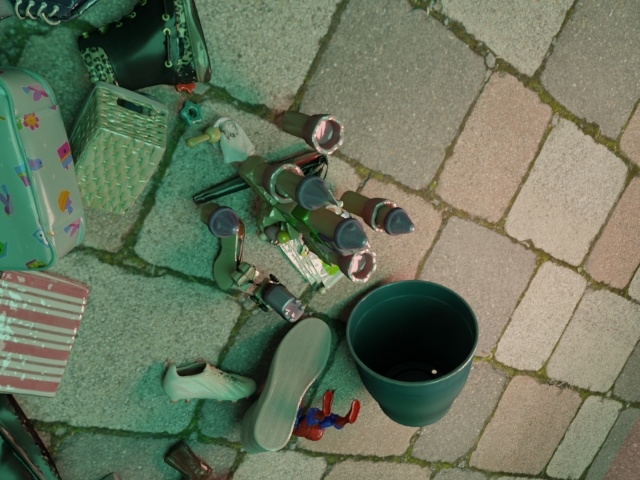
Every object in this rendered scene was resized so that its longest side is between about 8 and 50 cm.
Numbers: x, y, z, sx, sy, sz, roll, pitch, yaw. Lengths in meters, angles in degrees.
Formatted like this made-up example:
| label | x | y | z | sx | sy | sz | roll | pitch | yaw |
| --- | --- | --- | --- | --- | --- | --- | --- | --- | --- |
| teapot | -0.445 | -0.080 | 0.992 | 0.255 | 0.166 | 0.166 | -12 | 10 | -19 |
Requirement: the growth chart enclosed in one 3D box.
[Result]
| label | x | y | z | sx | sy | sz | roll | pitch | yaw |
| --- | --- | --- | --- | --- | --- | --- | --- | --- | --- |
| growth chart | 0.000 | 0.000 | 1.236 | 0.172 | 0.021 | 0.237 | -47 | 127 | -7 |

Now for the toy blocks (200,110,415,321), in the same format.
| label | x | y | z | sx | sy | sz | roll | pitch | yaw |
| --- | --- | --- | --- | --- | --- | --- | --- | --- | --- |
| toy blocks | -0.003 | -0.012 | 1.026 | 0.309 | 0.260 | 0.288 | -49 | 130 | -10 |

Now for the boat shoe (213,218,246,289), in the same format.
| label | x | y | z | sx | sy | sz | roll | pitch | yaw |
| --- | --- | --- | --- | --- | --- | --- | --- | --- | --- |
| boat shoe | -0.166 | 0.026 | 1.132 | 0.043 | 0.049 | 0.136 | -34 | 138 | -63 |

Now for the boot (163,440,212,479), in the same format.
| label | x | y | z | sx | sy | sz | roll | pitch | yaw |
| --- | --- | --- | --- | --- | --- | --- | --- | --- | --- |
| boot | -0.293 | 0.477 | 1.248 | 0.106 | 0.037 | 0.114 | -43 | 125 | -14 |

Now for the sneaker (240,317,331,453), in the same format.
| label | x | y | z | sx | sy | sz | roll | pitch | yaw |
| --- | --- | --- | --- | --- | --- | --- | --- | --- | --- |
| sneaker | -0.084 | 0.304 | 1.270 | 0.108 | 0.169 | 0.292 | 32 | 58 | -6 |

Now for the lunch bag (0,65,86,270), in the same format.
| label | x | y | z | sx | sy | sz | roll | pitch | yaw |
| --- | --- | --- | --- | --- | --- | --- | --- | --- | --- |
| lunch bag | -0.453 | -0.099 | 0.815 | 0.224 | 0.108 | 0.278 | 0 | 113 | 13 |

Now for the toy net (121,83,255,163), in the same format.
| label | x | y | z | sx | sy | sz | roll | pitch | yaw |
| --- | --- | --- | --- | --- | --- | --- | --- | --- | --- |
| toy net | -0.210 | -0.203 | 1.013 | 0.232 | 0.045 | 0.122 | 22 | 68 | -39 |

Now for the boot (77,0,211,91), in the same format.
| label | x | y | z | sx | sy | sz | roll | pitch | yaw |
| --- | --- | --- | --- | --- | --- | --- | --- | --- | --- |
| boot | -0.273 | -0.330 | 0.888 | 0.179 | 0.085 | 0.236 | -18 | 102 | -8 |

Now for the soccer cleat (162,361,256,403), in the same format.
| label | x | y | z | sx | sy | sz | roll | pitch | yaw |
| --- | --- | --- | --- | --- | --- | --- | --- | --- | --- |
| soccer cleat | -0.211 | 0.277 | 1.197 | 0.196 | 0.068 | 0.076 | 7 | 99 | -32 |

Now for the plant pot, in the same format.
| label | x | y | z | sx | sy | sz | roll | pitch | yaw |
| --- | --- | --- | --- | --- | --- | --- | --- | --- | --- |
| plant pot | 0.204 | 0.272 | 1.338 | 0.272 | 0.272 | 0.255 | -28 | 136 | -19 |

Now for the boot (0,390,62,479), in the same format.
| label | x | y | z | sx | sy | sz | roll | pitch | yaw |
| --- | --- | --- | --- | --- | --- | --- | --- | --- | --- |
| boot | -0.574 | 0.416 | 0.987 | 0.260 | 0.131 | 0.347 | -30 | 112 | -26 |

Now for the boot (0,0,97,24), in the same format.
| label | x | y | z | sx | sy | sz | roll | pitch | yaw |
| --- | --- | --- | --- | --- | --- | --- | --- | --- | --- |
| boot | -0.387 | -0.324 | 0.817 | 0.190 | 0.069 | 0.086 | -40 | 97 | -12 |

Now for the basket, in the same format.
| label | x | y | z | sx | sy | sz | roll | pitch | yaw |
| --- | --- | --- | --- | --- | --- | --- | --- | --- | --- |
| basket | -0.307 | -0.129 | 0.900 | 0.113 | 0.103 | 0.167 | 15 | 133 | -35 |

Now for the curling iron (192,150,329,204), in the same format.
| label | x | y | z | sx | sy | sz | roll | pitch | yaw |
| --- | --- | --- | --- | --- | --- | --- | --- | --- | --- |
| curling iron | -0.101 | -0.110 | 1.117 | 0.274 | 0.035 | 0.068 | -19 | 118 | -24 |

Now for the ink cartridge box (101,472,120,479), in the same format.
| label | x | y | z | sx | sy | sz | roll | pitch | yaw |
| --- | --- | --- | --- | --- | --- | --- | --- | --- | --- |
| ink cartridge box | -0.425 | 0.563 | 1.146 | 0.176 | 0.127 | 0.128 | -32 | 123 | -17 |

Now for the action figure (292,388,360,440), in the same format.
| label | x | y | z | sx | sy | sz | roll | pitch | yaw |
| --- | --- | --- | --- | --- | --- | --- | --- | --- | --- |
| action figure | 0.004 | 0.347 | 1.294 | 0.092 | 0.280 | 0.139 | 21 | 56 | -10 |

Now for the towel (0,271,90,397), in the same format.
| label | x | y | z | sx | sy | sz | roll | pitch | yaw |
| --- | --- | --- | --- | --- | --- | --- | --- | --- | --- |
| towel | -0.468 | 0.148 | 0.971 | 0.144 | 0.029 | 0.196 | 23 | 77 | -37 |
